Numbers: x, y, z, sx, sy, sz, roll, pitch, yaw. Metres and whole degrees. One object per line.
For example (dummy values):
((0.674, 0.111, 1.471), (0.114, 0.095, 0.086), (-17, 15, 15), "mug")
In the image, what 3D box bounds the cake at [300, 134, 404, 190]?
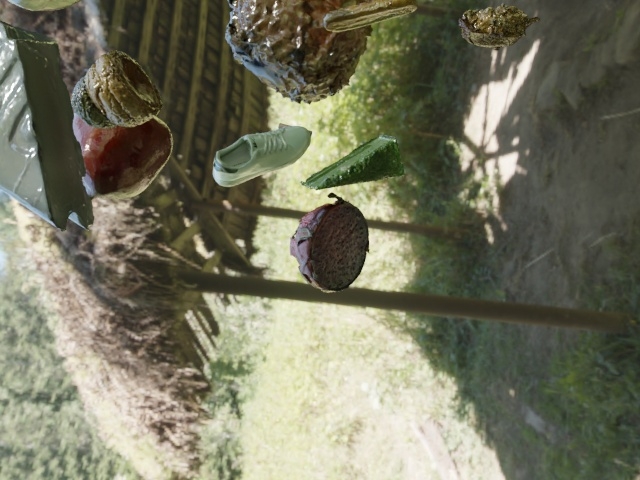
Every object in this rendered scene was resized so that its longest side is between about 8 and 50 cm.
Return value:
((0.080, -0.152, 1.486), (0.099, 0.235, 0.100), (64, 166, -22), "cake")

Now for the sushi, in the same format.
((0.260, -0.316, 0.915), (0.060, 0.118, 0.061), (110, 142, -74), "sushi")

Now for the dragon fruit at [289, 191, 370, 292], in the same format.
((0.000, 0.004, 1.514), (0.224, 0.148, 0.218), (44, -112, -43), "dragon fruit")

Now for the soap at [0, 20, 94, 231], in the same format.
((-0.469, -0.199, 1.075), (0.257, 0.302, 0.159), (-57, -7, 2), "soap")

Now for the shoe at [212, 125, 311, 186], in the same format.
((-0.140, -0.218, 1.516), (0.095, 0.265, 0.110), (58, 170, 16), "shoe")

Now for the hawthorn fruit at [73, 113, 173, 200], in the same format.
((-0.568, -0.258, 1.744), (0.311, 0.295, 0.294), (-99, 14, -52), "hawthorn fruit")

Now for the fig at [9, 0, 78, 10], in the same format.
((-0.722, -0.751, 1.593), (0.343, 0.344, 0.343), (-171, 90, -89), "fig")

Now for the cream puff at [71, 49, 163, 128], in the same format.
((-0.478, -0.320, 1.420), (0.183, 0.169, 0.183), (54, -164, -23), "cream puff")

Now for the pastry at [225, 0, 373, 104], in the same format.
((-0.055, -0.556, 1.718), (0.292, 0.406, 0.337), (150, 122, -84), "pastry")

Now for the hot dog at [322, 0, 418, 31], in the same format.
((0.111, -0.515, 1.405), (0.066, 0.216, 0.047), (40, -138, -66), "hot dog")

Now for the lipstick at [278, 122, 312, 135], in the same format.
((-0.068, -0.297, 1.681), (0.019, 0.094, 0.018), (16, -90, -78), "lipstick")
